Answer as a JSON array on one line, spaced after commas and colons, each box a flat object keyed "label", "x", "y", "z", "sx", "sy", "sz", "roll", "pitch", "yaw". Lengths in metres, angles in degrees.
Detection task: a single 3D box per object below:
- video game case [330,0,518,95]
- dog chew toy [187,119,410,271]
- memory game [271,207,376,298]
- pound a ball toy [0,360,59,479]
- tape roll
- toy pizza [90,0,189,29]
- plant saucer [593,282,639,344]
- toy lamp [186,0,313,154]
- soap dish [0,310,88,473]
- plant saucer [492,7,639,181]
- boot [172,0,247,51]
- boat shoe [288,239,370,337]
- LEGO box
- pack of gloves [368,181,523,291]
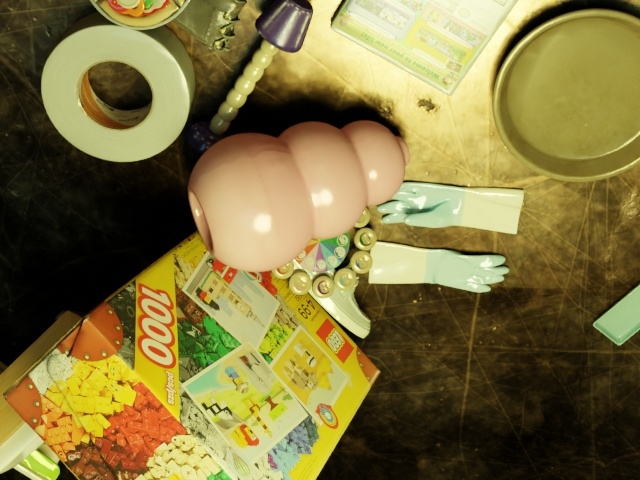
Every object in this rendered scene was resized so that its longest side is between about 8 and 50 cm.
[{"label": "video game case", "x": 0.152, "y": -0.335, "z": 1.697, "sx": 0.212, "sy": 0.023, "sz": 0.193, "roll": 27, "pitch": 118, "yaw": -14}, {"label": "dog chew toy", "x": -0.023, "y": -0.083, "z": 1.744, "sx": 0.331, "sy": 0.206, "sz": 0.207, "roll": -20, "pitch": 121, "yaw": -14}, {"label": "memory game", "x": 0.000, "y": 0.000, "z": 1.855, "sx": 0.186, "sy": 0.012, "sz": 0.186, "roll": -1, "pitch": 93, "yaw": -14}, {"label": "pound a ball toy", "x": -0.504, "y": 0.276, "z": 2.053, "sx": 0.319, "sy": 0.136, "sz": 0.208, "roll": 35, "pitch": 89, "yaw": -16}, {"label": "tape roll", "x": -0.299, "y": -0.229, "z": 1.753, "sx": 0.219, "sy": 0.072, "sz": 0.219, "roll": 2, "pitch": 121, "yaw": 3}, {"label": "toy pizza", "x": -0.257, "y": -0.393, "z": 1.627, "sx": 0.201, "sy": 0.032, "sz": 0.201, "roll": 5, "pitch": 103, "yaw": 22}, {"label": "plant saucer", "x": 0.540, "y": 0.095, "z": 1.941, "sx": 0.067, "sy": 0.018, "sz": 0.192, "roll": 36, "pitch": 115, "yaw": -18}, {"label": "toy lamp", "x": -0.101, "y": -0.244, "z": 1.734, "sx": 0.080, "sy": 0.080, "sz": 0.275, "roll": 30, "pitch": 120, "yaw": -15}, {"label": "soap dish", "x": -0.439, "y": 0.234, "z": 1.885, "sx": 0.291, "sy": 0.229, "sz": 0.118, "roll": -44, "pitch": 88, "yaw": -4}, {"label": "plant saucer", "x": 0.393, "y": -0.216, "z": 1.747, "sx": 0.278, "sy": 0.041, "sz": 0.278, "roll": 1, "pitch": 121, "yaw": 1}, {"label": "boot", "x": -0.103, "y": -0.362, "z": 1.639, "sx": 0.263, "sy": 0.091, "sz": 0.229, "roll": 33, "pitch": 121, "yaw": 14}, {"label": "boat shoe", "x": 0.021, "y": 0.064, "z": 1.909, "sx": 0.081, "sy": 0.079, "sz": 0.227, "roll": -42, "pitch": 112, "yaw": 1}, {"label": "LEGO box", "x": -0.158, "y": 0.209, "z": 1.712, "sx": 0.372, "sy": 0.500, "sz": 0.193, "roll": 47, "pitch": 115, "yaw": -2}, {"label": "pack of gloves", "x": 0.198, "y": 0.004, "z": 1.886, "sx": 0.232, "sy": 0.046, "sz": 0.195, "roll": 4, "pitch": 120, "yaw": 0}]
